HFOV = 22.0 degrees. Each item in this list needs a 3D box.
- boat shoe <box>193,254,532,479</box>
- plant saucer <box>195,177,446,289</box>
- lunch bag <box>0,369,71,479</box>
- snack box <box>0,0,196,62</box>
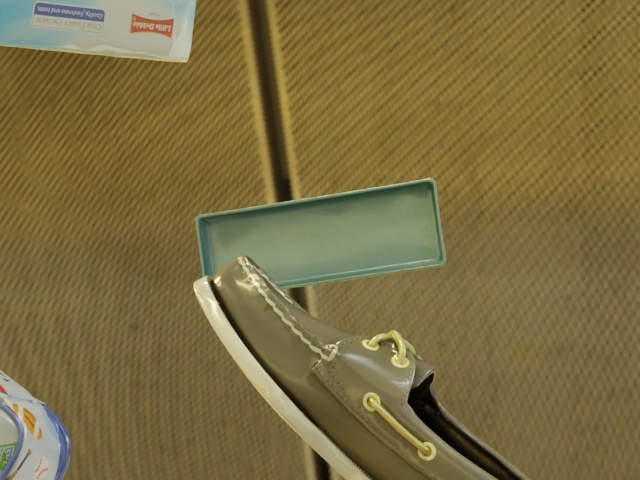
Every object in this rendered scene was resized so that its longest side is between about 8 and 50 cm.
[{"bbox_3d":[0.045,0.114,1.042,0.091,0.109,0.305,-46,-102,7],"label":"boat shoe"},{"bbox_3d":[0.000,0.000,1.253,0.192,0.018,0.067,-9,-95,16],"label":"plant saucer"},{"bbox_3d":[-0.399,0.204,1.530,0.303,0.115,0.243,29,-88,25],"label":"lunch bag"},{"bbox_3d":[-0.247,-0.185,1.144,0.187,0.322,0.060,1,-76,-36],"label":"snack box"}]
